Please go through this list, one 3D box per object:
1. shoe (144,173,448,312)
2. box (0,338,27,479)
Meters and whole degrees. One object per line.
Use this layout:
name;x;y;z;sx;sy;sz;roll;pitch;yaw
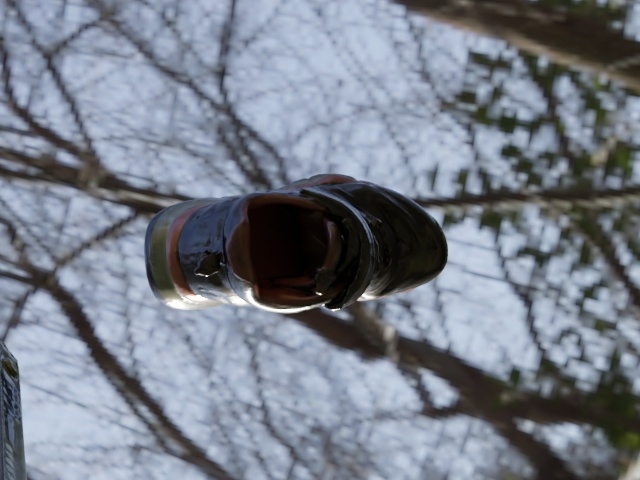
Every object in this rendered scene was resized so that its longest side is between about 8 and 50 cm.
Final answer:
shoe;0.000;0.000;1.664;0.291;0.137;0.114;-5;-89;-36
box;-0.239;0.173;1.067;0.211;0.270;0.045;-39;-66;9
